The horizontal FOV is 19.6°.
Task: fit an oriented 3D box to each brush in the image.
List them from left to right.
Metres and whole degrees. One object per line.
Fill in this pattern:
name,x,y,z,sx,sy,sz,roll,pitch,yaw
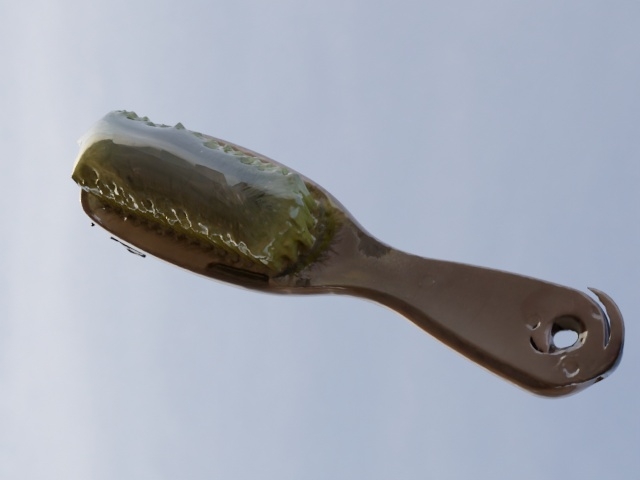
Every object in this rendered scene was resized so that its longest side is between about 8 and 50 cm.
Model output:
brush,-0.001,0.001,0.878,0.313,0.072,0.067,22,-11,31
